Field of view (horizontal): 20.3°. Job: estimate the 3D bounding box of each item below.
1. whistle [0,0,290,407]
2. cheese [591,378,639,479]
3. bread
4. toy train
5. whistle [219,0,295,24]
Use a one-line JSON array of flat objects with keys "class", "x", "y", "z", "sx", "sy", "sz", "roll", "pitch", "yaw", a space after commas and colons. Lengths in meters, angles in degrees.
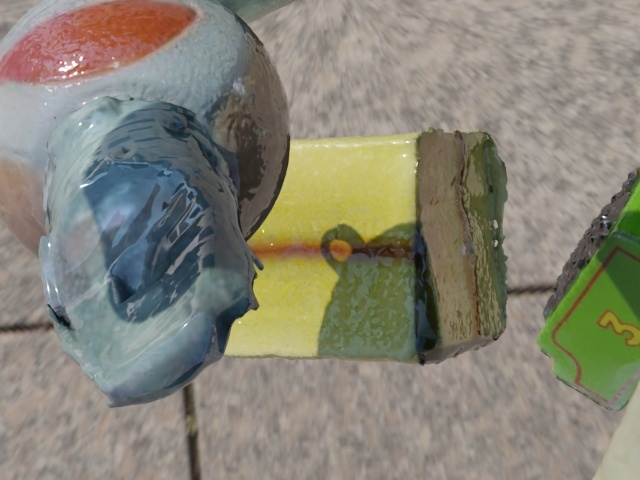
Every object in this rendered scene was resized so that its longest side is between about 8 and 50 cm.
[{"class": "whistle", "x": -0.100, "y": -0.039, "z": 0.959, "sx": 0.189, "sy": 0.348, "sz": 0.189, "roll": -3, "pitch": 117, "yaw": -7}, {"class": "cheese", "x": 0.268, "y": 0.063, "z": 0.973, "sx": 0.115, "sy": 0.326, "sz": 0.318, "roll": 36, "pitch": 91, "yaw": 18}, {"class": "bread", "x": -0.004, "y": 0.000, "z": 1.341, "sx": 0.264, "sy": 0.163, "sz": 0.167, "roll": 1, "pitch": 94, "yaw": 26}, {"class": "toy train", "x": 0.371, "y": 0.074, "z": 1.867, "sx": 0.249, "sy": 0.307, "sz": 0.173, "roll": 31, "pitch": 53, "yaw": 4}, {"class": "whistle", "x": -0.069, "y": -0.323, "z": 1.253, "sx": 0.168, "sy": 0.188, "sz": 0.404, "roll": -21, "pitch": 117, "yaw": 23}]
